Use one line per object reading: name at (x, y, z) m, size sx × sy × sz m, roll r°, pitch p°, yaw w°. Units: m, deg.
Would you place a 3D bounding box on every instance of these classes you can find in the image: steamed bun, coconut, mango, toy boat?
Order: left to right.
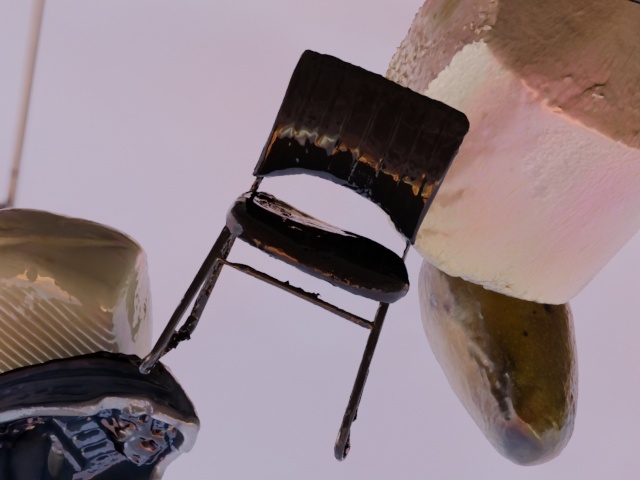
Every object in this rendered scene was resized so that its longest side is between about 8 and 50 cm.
toy boat at (-0.227, 0.178, 1.053) m, size 0.309 × 0.129 × 0.142 m, roll -20°, pitch -145°, yaw 14°
steamed bun at (-0.220, 0.064, 1.200) m, size 0.170 × 0.238 × 0.152 m, roll 14°, pitch -140°, yaw 2°
mango at (0.201, 0.105, 1.506) m, size 0.176 × 0.175 × 0.329 m, roll 23°, pitch -149°, yaw -39°
coconut at (0.205, -0.130, 1.241) m, size 0.297 × 0.309 × 0.297 m, roll 23°, pitch -145°, yaw -17°

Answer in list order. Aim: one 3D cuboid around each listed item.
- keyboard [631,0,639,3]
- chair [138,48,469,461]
keyboard at (0.243, -0.220, 1.045) m, size 0.310 × 0.101 × 0.018 m, roll 9°, pitch -161°, yaw -31°
chair at (0.000, 0.000, 0.894) m, size 0.140 × 0.221 × 0.145 m, roll 24°, pitch -172°, yaw 1°
